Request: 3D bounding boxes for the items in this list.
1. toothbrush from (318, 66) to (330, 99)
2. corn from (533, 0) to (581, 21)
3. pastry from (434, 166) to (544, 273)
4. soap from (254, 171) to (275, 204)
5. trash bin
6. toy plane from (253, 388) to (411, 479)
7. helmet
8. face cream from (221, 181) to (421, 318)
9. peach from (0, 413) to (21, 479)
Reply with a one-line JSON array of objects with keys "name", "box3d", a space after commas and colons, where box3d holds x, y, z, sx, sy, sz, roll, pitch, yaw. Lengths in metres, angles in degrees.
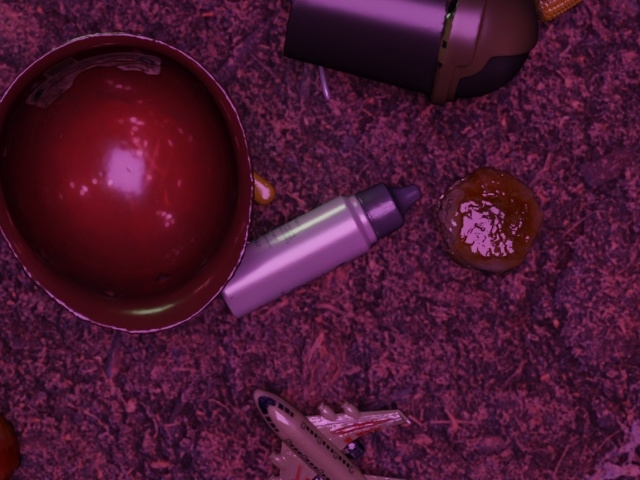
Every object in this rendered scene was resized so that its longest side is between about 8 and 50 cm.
[{"name": "toothbrush", "box3d": [-0.011, -0.278, 1.961, 0.017, 0.014, 0.162, -13, 92, 18]}, {"name": "corn", "box3d": [0.380, -0.387, 1.940, 0.203, 0.072, 0.072, -39, 91, 0]}, {"name": "pastry", "box3d": [0.238, -0.027, 1.934, 0.153, 0.081, 0.153, 0, 88, 3]}, {"name": "soap", "box3d": [-0.102, -0.085, 1.961, 0.089, 0.012, 0.034, 42, 90, -1]}, {"name": "trash bin", "box3d": [0.127, -0.296, 1.863, 0.334, 0.214, 0.214, 10, 90, -1]}, {"name": "toy plane", "box3d": [0.000, 0.296, 1.922, 0.242, 0.104, 0.256, -45, 91, 2]}, {"name": "helmet", "box3d": [-0.258, -0.084, 1.851, 0.337, 0.230, 0.385, -22, 99, -2]}, {"name": "face cream", "box3d": [0.000, 0.000, 1.925, 0.311, 0.092, 0.092, -28, 91, 0]}, {"name": "peach", "box3d": [-0.580, 0.278, 1.885, 0.338, 0.281, 0.281, 17, 90, -36]}]
